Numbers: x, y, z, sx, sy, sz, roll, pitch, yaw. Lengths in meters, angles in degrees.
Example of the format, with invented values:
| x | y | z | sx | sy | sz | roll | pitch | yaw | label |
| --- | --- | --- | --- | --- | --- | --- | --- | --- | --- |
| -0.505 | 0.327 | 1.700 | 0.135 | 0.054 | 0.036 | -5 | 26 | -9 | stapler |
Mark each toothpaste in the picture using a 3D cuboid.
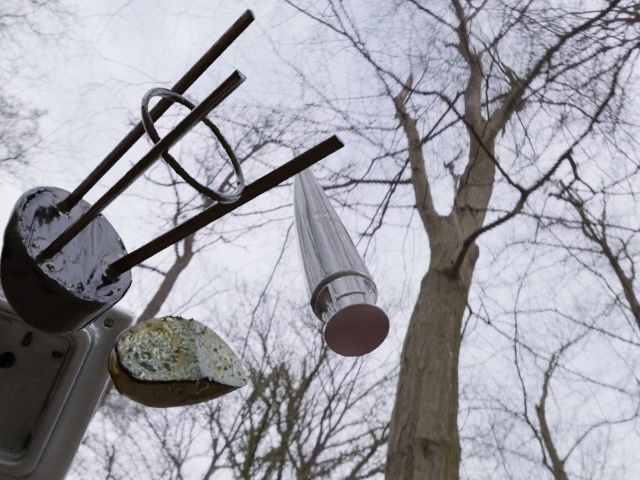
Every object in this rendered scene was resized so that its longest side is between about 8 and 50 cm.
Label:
| x | y | z | sx | sy | sz | roll | pitch | yaw | label |
| --- | --- | --- | --- | --- | --- | --- | --- | --- | --- |
| 0.000 | 0.000 | 0.697 | 0.066 | 0.323 | 0.100 | -10 | -58 | -8 | toothpaste |

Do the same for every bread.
| x | y | z | sx | sy | sz | roll | pitch | yaw | label |
| --- | --- | --- | --- | --- | --- | --- | --- | --- | --- |
| -0.154 | 0.137 | 0.682 | 0.094 | 0.157 | 0.083 | -57 | -134 | 33 | bread |

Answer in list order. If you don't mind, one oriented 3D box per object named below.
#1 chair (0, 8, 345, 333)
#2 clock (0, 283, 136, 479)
| x | y | z | sx | sy | sz | roll | pitch | yaw | label |
| --- | --- | --- | --- | --- | --- | --- | --- | --- | --- |
| -0.106 | -0.039 | 0.398 | 0.222 | 0.104 | 0.095 | -38 | -122 | 18 | chair |
| -0.379 | 0.167 | 0.771 | 0.231 | 0.116 | 0.262 | 24 | -102 | -13 | clock |
